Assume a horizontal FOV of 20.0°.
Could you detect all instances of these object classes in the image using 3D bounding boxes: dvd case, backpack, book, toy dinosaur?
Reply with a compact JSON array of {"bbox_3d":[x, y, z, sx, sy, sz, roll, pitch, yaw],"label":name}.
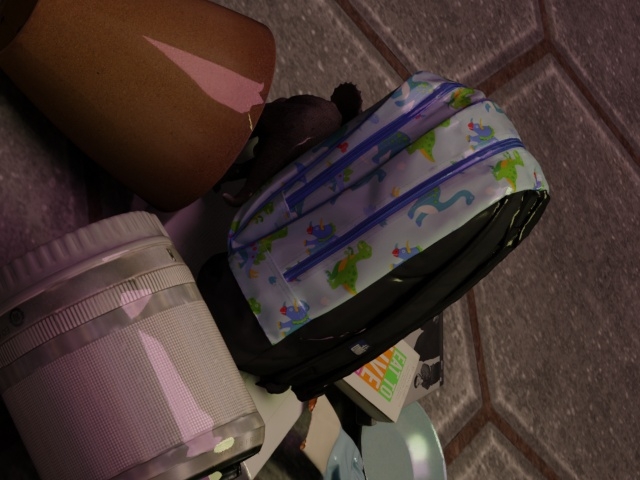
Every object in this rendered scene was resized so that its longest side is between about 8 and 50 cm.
[{"bbox_3d":[0.103,0.121,2.297,0.239,0.030,0.179,-17,109,-63],"label":"dvd case"},{"bbox_3d":[0.068,-0.011,1.933,0.290,0.356,0.273,22,47,-66],"label":"backpack"},{"bbox_3d":[0.055,0.140,2.156,0.144,0.035,0.096,43,62,-38],"label":"book"},{"bbox_3d":[-0.036,-0.118,2.024,0.313,0.160,0.121,-21,91,-67],"label":"toy dinosaur"}]

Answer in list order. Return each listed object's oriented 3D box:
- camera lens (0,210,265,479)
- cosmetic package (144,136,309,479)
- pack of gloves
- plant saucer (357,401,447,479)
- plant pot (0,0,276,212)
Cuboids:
[{"bbox_3d":[-0.197,0.136,1.774,0.219,0.219,0.274,-17,79,-57],"label":"camera lens"},{"bbox_3d":[-0.098,0.067,2.092,0.284,0.097,0.377,61,34,-14],"label":"cosmetic package"},{"bbox_3d":[-0.009,0.308,2.128,0.232,0.046,0.195,61,38,-53],"label":"pack of gloves"},{"bbox_3d":[0.095,0.288,2.328,0.195,0.037,0.195,30,51,-46],"label":"plant saucer"},{"bbox_3d":[-0.220,-0.188,1.948,0.254,0.237,0.237,28,51,-29],"label":"plant pot"}]
